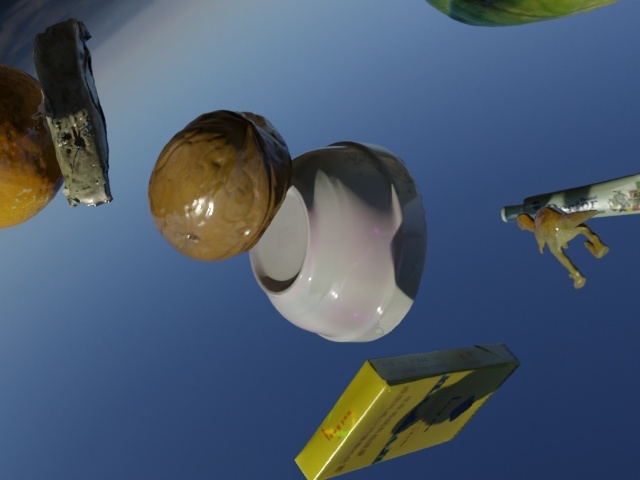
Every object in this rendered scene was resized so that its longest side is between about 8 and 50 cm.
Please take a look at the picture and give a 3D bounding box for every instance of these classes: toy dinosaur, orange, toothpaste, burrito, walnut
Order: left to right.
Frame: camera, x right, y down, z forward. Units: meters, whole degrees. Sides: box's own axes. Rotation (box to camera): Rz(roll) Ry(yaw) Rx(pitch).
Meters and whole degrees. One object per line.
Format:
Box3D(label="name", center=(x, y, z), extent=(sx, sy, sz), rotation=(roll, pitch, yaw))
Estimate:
Box3D(label="orange", center=(-0.353, -0.099, 0.727), extent=(0.177, 0.178, 0.155), rotation=(-47, 162, -16))
Box3D(label="burrito", center=(-0.209, -0.106, 0.582), extent=(0.051, 0.171, 0.042), rotation=(-18, 171, 17))
Box3D(label="walnut", center=(-0.125, -0.068, 0.849), extent=(0.207, 0.167, 0.167), rotation=(-56, -169, 37))
Box3D(label="toy dinosaur", center=(0.254, -0.023, 0.743), extent=(0.039, 0.162, 0.126), rotation=(-32, -128, -6))
Box3D(label="toothpaste", center=(0.395, -0.059, 1.017), extent=(0.255, 0.067, 0.037), rotation=(-9, -161, 31))

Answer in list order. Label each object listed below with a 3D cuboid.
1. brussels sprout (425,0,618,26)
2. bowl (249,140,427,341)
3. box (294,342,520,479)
Box3D(label="brussels sprout", center=(0.234, -0.348, 0.781), extent=(0.219, 0.271, 0.210), rotation=(128, -34, -78))
Box3D(label="bowl", center=(0.000, 0.000, 0.949), extent=(0.287, 0.144, 0.286), rotation=(-4, -95, 54))
Box3D(label="box", center=(0.110, 0.190, 0.784), extent=(0.041, 0.279, 0.153), rotation=(48, -62, 33))
